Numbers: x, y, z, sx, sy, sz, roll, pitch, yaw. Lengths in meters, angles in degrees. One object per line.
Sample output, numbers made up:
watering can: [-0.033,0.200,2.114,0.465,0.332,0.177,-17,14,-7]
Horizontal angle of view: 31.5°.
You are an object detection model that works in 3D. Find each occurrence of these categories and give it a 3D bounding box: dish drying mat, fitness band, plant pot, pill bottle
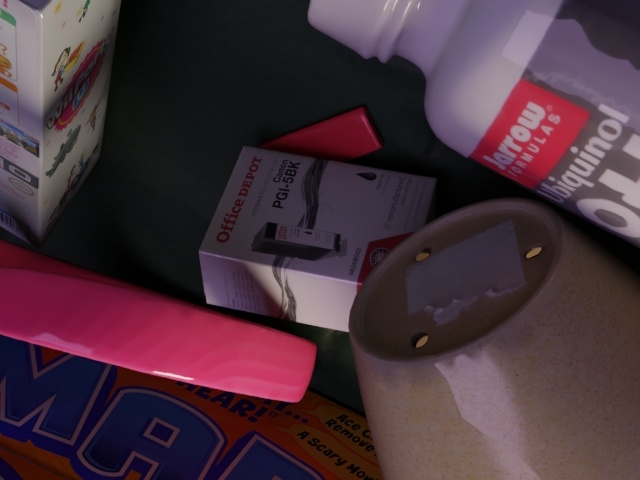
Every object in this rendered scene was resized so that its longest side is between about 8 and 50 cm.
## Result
dish drying mat: [0.000,-0.063,0.758,0.083,0.008,0.032,-17,115,30]
fitness band: [-0.120,0.054,0.732,0.209,0.291,0.054,16,86,23]
plant pot: [0.137,0.117,0.652,0.256,0.256,0.274,-18,121,29]
pill bottle: [0.163,-0.094,0.572,0.318,0.176,0.176,28,127,2]

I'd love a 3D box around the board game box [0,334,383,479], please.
board game box: [-0.193,0.299,0.851,0.356,0.356,0.356,25,127,3]

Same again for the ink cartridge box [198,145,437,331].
ink cartridge box: [0.000,0.000,0.734,0.135,0.099,0.056,10,142,11]

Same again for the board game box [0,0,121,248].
board game box: [-0.235,-0.139,0.666,0.224,0.097,0.303,30,156,-1]
